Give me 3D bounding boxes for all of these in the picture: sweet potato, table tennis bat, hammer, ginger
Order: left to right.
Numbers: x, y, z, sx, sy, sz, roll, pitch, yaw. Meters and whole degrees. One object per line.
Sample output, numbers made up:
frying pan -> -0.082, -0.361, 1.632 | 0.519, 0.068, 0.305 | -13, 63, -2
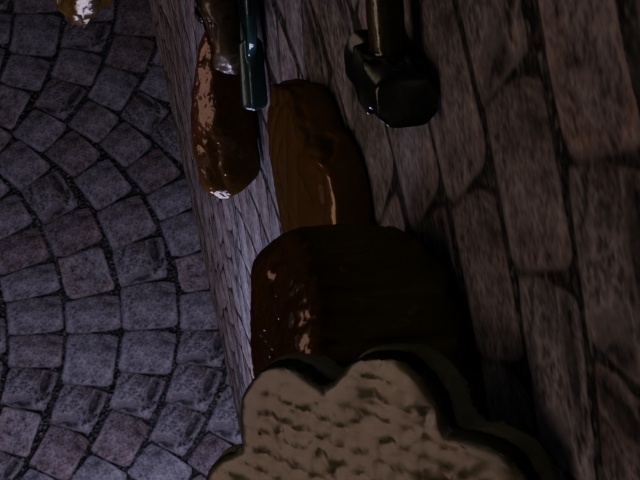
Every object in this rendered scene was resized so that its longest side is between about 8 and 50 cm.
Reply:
ginger -> -0.151, -0.392, 1.882 | 0.166, 0.080, 0.333 | 99, 163, -70
sweet potato -> -0.135, -0.182, 2.001 | 0.097, 0.097, 0.252 | -119, 24, -65
table tennis bat -> -0.087, -0.257, 1.786 | 0.124, 0.033, 0.201 | -109, 15, -69
hammer -> 0.036, -0.259, 0.939 | 0.111, 0.043, 0.366 | -115, 19, -66

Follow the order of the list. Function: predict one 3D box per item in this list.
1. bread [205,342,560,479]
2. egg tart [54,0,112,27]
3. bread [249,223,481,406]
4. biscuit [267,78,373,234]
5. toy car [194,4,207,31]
bread -> 0.048, 0.161, 0.893 | 0.286, 0.056, 0.207 | 22, 110, 33
egg tart -> -0.210, -0.460, 1.710 | 0.443, 0.178, 0.443 | -169, 90, -77
bread -> 0.025, 0.100, 1.088 | 0.253, 0.142, 0.228 | -164, 72, -83
biscuit -> 0.000, 0.000, 1.427 | 0.351, 0.057, 0.312 | -112, 15, -53
toy car -> -0.162, -0.388, 2.024 | 0.103, 0.063, 0.216 | 100, 152, -71
